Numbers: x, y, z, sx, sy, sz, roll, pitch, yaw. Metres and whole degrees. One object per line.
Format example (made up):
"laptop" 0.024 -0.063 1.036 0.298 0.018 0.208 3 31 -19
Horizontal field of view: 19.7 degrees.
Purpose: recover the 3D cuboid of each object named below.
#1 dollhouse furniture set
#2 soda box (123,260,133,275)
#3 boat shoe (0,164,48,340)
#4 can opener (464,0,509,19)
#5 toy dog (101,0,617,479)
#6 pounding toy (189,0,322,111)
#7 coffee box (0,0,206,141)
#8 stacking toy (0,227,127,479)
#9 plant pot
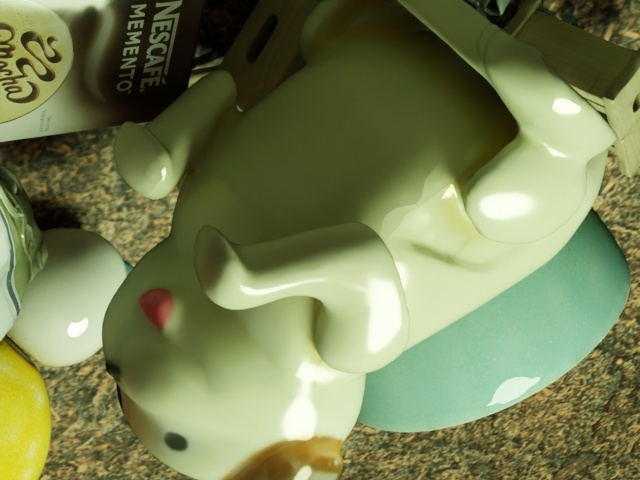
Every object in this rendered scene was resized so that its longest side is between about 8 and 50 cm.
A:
"dollhouse furniture set" 0.265 -0.179 1.636 0.183 0.129 0.129 -52 150 -16
"soda box" -0.158 0.081 1.715 0.058 0.063 0.183 -34 144 12
"boat shoe" -0.263 -0.014 1.369 0.094 0.109 0.302 -60 175 -19
"can opener" 0.083 -0.253 1.454 0.095 0.076 0.283 -57 146 -13
"toy dog" 0.000 0.000 1.385 0.408 0.284 0.395 -48 155 5
"pounding toy" -0.026 -0.145 1.498 0.130 0.100 0.141 13 119 -44
"coffee box" -0.240 -0.163 1.294 0.297 0.119 0.168 -10 142 -23
"stacking toy" -0.349 0.174 1.576 0.480 0.350 0.350 -44 146 -7
"plant pot" 0.105 0.003 1.643 0.290 0.290 0.195 -28 114 2
